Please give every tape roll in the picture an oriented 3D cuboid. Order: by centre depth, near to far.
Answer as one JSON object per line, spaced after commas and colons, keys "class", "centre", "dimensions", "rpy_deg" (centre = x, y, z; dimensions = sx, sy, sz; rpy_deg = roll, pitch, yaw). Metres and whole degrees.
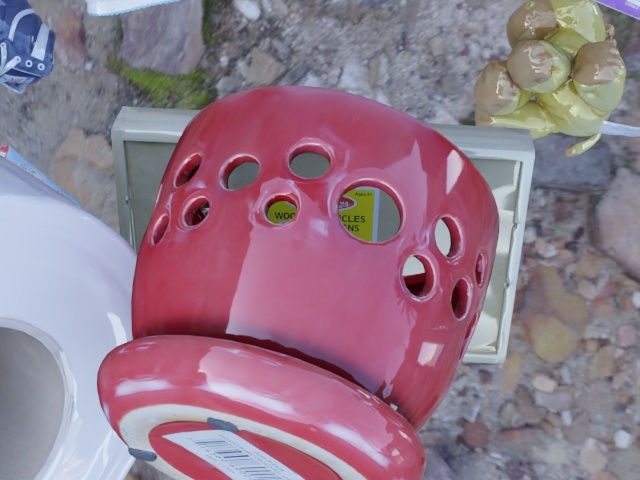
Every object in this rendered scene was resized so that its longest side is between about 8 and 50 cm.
{"class": "tape roll", "centre": [-0.225, 0.090, 0.539], "dimensions": [0.286, 0.100, 0.286], "rpy_deg": [-31, 135, -37]}

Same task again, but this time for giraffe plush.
{"class": "giraffe plush", "centre": [0.273, -0.211, 1.117], "dimensions": [0.210, 0.181, 0.171], "rpy_deg": [12, 65, -24]}

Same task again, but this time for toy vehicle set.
{"class": "toy vehicle set", "centre": [0.000, 0.000, 0.666], "dimensions": [0.266, 0.035, 0.166], "rpy_deg": [4, 121, 2]}

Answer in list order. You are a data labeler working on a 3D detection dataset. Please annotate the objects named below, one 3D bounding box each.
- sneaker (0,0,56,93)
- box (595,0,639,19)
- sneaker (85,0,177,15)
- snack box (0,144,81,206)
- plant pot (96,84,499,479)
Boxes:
{"class": "sneaker", "centre": [-0.450, -0.217, 1.259], "dimensions": [0.153, 0.099, 0.282], "rpy_deg": [47, 55, -24]}
{"class": "box", "centre": [0.103, -0.217, 0.572], "dimensions": [0.293, 0.201, 0.057], "rpy_deg": [27, 121, 12]}
{"class": "sneaker", "centre": [-0.221, -0.379, 1.372], "dimensions": [0.228, 0.087, 0.092], "rpy_deg": [-17, 111, -11]}
{"class": "snack box", "centre": [-0.438, -0.070, 1.249], "dimensions": [0.207, 0.174, 0.070], "rpy_deg": [10, 72, 20]}
{"class": "plant pot", "centre": [-0.011, 0.042, 0.524], "dimensions": [0.191, 0.191, 0.174], "rpy_deg": [25, 57, -14]}
